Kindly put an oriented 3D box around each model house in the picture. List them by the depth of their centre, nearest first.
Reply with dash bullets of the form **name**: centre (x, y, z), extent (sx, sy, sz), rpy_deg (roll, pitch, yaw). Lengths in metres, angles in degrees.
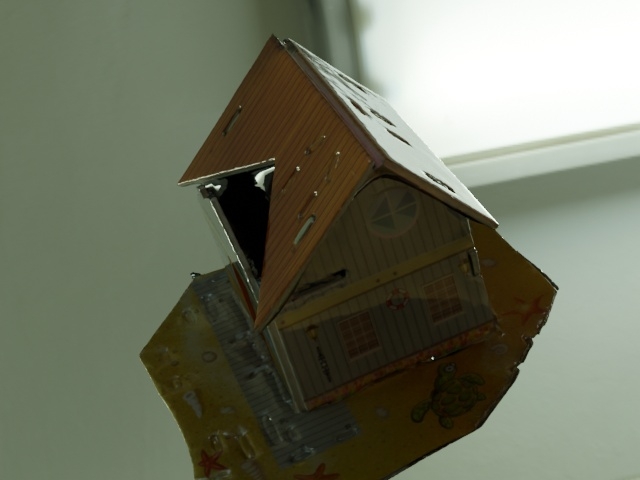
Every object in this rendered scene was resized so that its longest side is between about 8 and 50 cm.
- **model house**: centre (0.000, 0.000, 0.697), extent (0.207, 0.219, 0.135), rpy_deg (-22, -58, -6)
